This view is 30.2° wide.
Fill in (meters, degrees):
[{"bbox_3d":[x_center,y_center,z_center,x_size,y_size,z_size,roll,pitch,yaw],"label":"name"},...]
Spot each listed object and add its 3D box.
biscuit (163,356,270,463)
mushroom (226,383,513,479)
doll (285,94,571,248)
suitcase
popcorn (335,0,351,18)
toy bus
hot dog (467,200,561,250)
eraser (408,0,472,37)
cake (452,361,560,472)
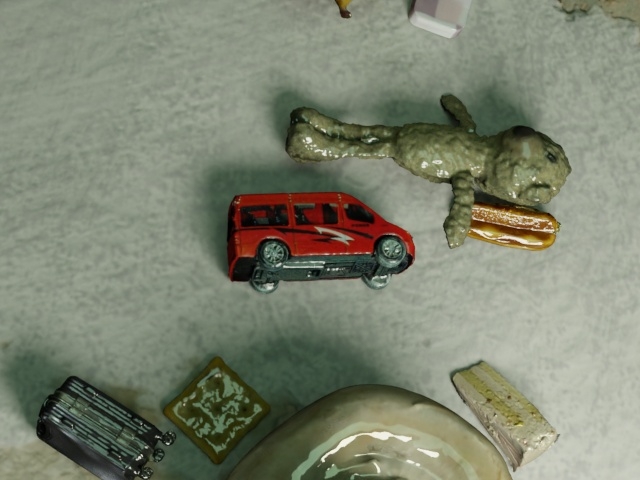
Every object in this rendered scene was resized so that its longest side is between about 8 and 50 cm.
[{"bbox_3d":[-0.105,0.173,1.212,0.081,0.018,0.083,45,74,2],"label":"biscuit"},{"bbox_3d":[0.054,0.275,1.074,0.298,0.290,0.297,2,77,-9],"label":"mushroom"},{"bbox_3d":[0.121,-0.103,1.285,0.286,0.091,0.203,25,38,19],"label":"doll"},{"bbox_3d":[-0.213,0.189,1.155,0.126,0.086,0.059,33,58,-1],"label":"suitcase"},{"bbox_3d":[0.017,-0.324,1.290,0.167,0.148,0.152,12,97,3],"label":"popcorn"},{"bbox_3d":[0.000,0.000,1.243,0.195,0.081,0.089,-1,68,-10],"label":"toy bus"},{"bbox_3d":[0.203,-0.018,1.307,0.122,0.037,0.049,12,86,-2],"label":"hot dog"},{"bbox_3d":[0.143,-0.290,1.364,0.065,0.026,0.105,19,74,-8],"label":"eraser"},{"bbox_3d":[0.193,0.177,1.247,0.052,0.065,0.121,-31,77,-18],"label":"cake"}]
